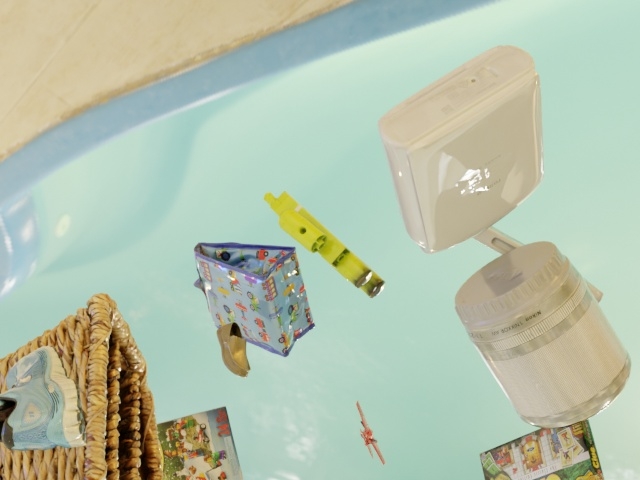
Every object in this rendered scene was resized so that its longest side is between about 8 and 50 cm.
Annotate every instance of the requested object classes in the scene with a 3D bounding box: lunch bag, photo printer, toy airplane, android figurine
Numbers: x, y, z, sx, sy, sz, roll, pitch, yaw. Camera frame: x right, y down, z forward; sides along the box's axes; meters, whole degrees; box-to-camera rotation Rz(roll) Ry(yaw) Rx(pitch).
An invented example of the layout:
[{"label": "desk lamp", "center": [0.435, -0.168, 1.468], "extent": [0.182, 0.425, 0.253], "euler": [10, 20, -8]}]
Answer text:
[{"label": "lunch bag", "center": [-0.185, 0.125, 2.078], "extent": [0.293, 0.138, 0.221], "euler": [8, 124, 34]}, {"label": "photo printer", "center": [0.230, -0.123, 1.394], "extent": [0.256, 0.107, 0.307], "euler": [-32, 143, -9]}, {"label": "toy airplane", "center": [0.102, 0.416, 1.875], "extent": [0.028, 0.151, 0.151], "euler": [-24, 129, -2]}, {"label": "android figurine", "center": [0.000, 0.000, 1.650], "extent": [0.273, 0.056, 0.248], "euler": [41, -179, 24]}]

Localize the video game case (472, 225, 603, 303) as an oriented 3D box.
[{"label": "video game case", "center": [0.412, 0.031, 1.781], "extent": [0.300, 0.329, 0.036], "euler": [31, 97, 10]}]

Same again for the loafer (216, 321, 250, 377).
[{"label": "loafer", "center": [-0.187, 0.235, 1.938], "extent": [0.056, 0.148, 0.050], "euler": [21, 119, -44]}]

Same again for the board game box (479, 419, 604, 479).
[{"label": "board game box", "center": [0.412, 0.431, 1.678], "extent": [0.030, 0.136, 0.260], "euler": [12, 145, -35]}]

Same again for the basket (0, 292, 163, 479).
[{"label": "basket", "center": [-0.224, 0.248, 0.916], "extent": [0.223, 0.299, 0.213], "euler": [-30, 138, 25]}]

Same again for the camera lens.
[{"label": "camera lens", "center": [0.386, 0.167, 1.536], "extent": [0.219, 0.219, 0.274], "euler": [-25, 103, 38]}]

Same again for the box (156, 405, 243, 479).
[{"label": "box", "center": [-0.202, 0.396, 1.408], "extent": [0.159, 0.233, 0.044], "euler": [-11, 172, -23]}]

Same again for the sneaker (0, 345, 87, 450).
[{"label": "sneaker", "center": [-0.243, 0.129, 0.726], "extent": [0.162, 0.073, 0.063], "euler": [10, 108, 63]}]
